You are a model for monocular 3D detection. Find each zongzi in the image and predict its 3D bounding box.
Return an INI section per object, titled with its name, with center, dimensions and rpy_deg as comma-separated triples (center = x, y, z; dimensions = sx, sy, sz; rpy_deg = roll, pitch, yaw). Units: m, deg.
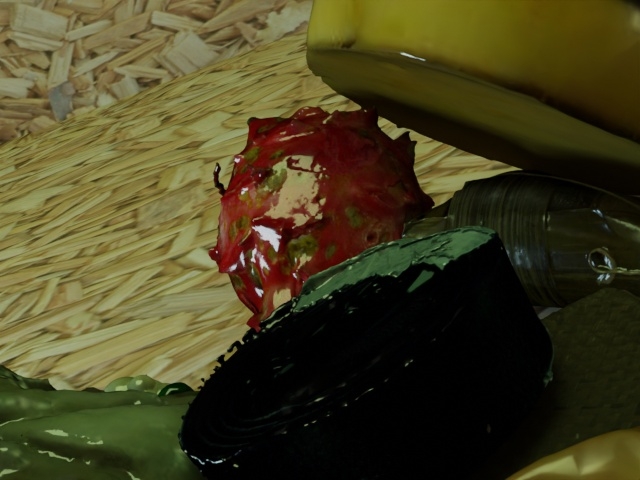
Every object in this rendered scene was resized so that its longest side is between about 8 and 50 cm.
[zongzi]
center = 0.229, -0.019, 0.903
dimensions = 0.247, 0.111, 0.241
rpy_deg = 1, 24, 38

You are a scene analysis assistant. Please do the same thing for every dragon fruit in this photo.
[dragon fruit]
center = 0.000, 0.000, 0.977
dimensions = 0.205, 0.210, 0.268
rpy_deg = 0, 46, 15

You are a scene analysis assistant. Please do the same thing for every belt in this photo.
[belt]
center = 0.026, 0.069, 0.528
dimensions = 0.198, 0.078, 0.151
rpy_deg = -37, 20, -21

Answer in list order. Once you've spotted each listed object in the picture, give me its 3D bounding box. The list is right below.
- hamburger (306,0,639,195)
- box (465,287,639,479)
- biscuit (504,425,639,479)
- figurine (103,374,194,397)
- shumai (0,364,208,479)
[hamburger]
center = 0.187, -0.221, 0.899
dimensions = 0.396, 0.395, 0.277
rpy_deg = 17, 85, 60
[box]
center = 0.099, 0.164, 0.526
dimensions = 0.273, 0.143, 0.184
rpy_deg = -28, 21, -10
[biscuit]
center = 0.140, 0.197, 0.324
dimensions = 0.296, 0.102, 0.296
rpy_deg = -3, 54, 4
[figurine]
center = -0.135, 0.177, 0.813
dimensions = 0.147, 0.093, 0.197
rpy_deg = -57, 17, 12
[shumai]
center = -0.228, 0.132, 0.595
dimensions = 0.304, 0.263, 0.309
rpy_deg = -48, 5, -2
